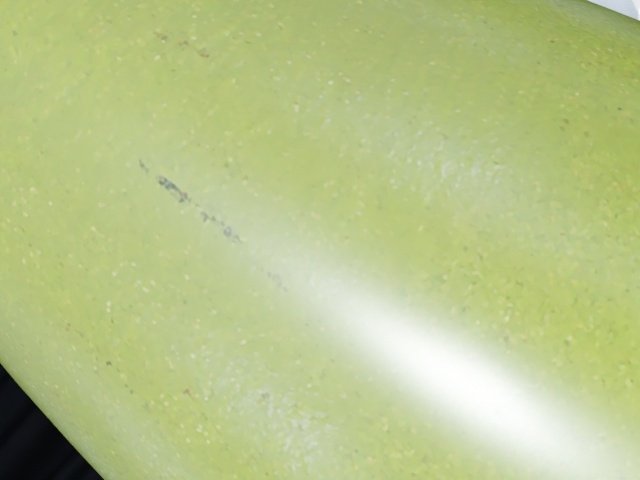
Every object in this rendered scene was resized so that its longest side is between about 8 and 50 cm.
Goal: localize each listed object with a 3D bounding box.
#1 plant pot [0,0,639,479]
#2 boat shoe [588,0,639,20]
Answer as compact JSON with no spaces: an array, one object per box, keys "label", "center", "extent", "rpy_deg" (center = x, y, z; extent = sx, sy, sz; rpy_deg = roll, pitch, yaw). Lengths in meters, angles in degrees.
[{"label":"plant pot","center":[0.000,0.000,0.567],"extent":[0.293,0.274,0.275],"rpy_deg":[33,16,-1]},{"label":"boat shoe","center":[0.181,-0.114,0.993],"extent":[0.096,0.098,0.277],"rpy_deg":[-32,99,-39]}]
